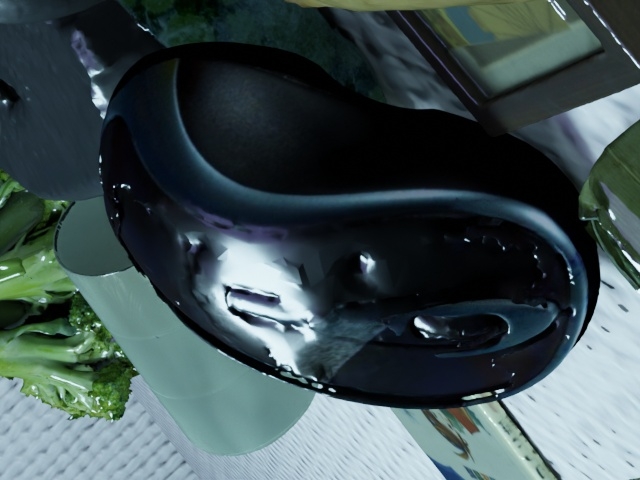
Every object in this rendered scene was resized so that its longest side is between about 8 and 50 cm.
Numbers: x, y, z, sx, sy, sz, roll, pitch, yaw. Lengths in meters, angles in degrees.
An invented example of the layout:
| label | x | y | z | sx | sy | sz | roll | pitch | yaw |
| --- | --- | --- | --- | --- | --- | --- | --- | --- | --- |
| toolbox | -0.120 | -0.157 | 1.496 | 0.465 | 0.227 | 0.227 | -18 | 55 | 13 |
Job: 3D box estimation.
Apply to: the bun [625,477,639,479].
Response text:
| label | x | y | z | sx | sy | sz | roll | pitch | yaw |
| --- | --- | --- | --- | --- | --- | --- | --- | --- | --- |
| bun | 0.181 | 0.195 | 0.904 | 0.164 | 0.111 | 0.188 | 44 | 171 | 36 |

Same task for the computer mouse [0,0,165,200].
| label | x | y | z | sx | sy | sz | roll | pitch | yaw |
| --- | --- | --- | --- | --- | --- | --- | --- | --- | --- |
| computer mouse | -0.139 | -0.113 | 1.090 | 0.183 | 0.116 | 0.323 | 53 | 161 | -13 |

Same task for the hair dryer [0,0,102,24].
| label | x | y | z | sx | sy | sz | roll | pitch | yaw |
| --- | --- | --- | --- | --- | --- | --- | --- | --- | --- |
| hair dryer | -0.143 | -0.285 | 0.700 | 0.320 | 0.155 | 0.284 | 102 | 148 | -60 |

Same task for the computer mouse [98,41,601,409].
| label | x | y | z | sx | sy | sz | roll | pitch | yaw |
| --- | --- | --- | --- | --- | --- | --- | --- | --- | --- |
| computer mouse | 0.000 | 0.000 | 0.794 | 0.233 | 0.096 | 0.137 | 15 | 142 | 22 |

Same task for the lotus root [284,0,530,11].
| label | x | y | z | sx | sy | sz | roll | pitch | yaw |
| --- | --- | --- | --- | --- | --- | --- | --- | --- | --- |
| lotus root | 0.020 | -0.117 | 0.372 | 0.160 | 0.146 | 0.284 | 8 | -170 | -29 |

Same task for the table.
| label | x | y | z | sx | sy | sz | roll | pitch | yaw |
| --- | --- | --- | --- | --- | --- | --- | --- | --- | --- |
| table | -0.101 | 0.053 | 1.459 | 0.126 | 0.126 | 0.220 | 35 | 163 | 49 |

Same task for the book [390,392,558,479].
| label | x | y | z | sx | sy | sz | roll | pitch | yaw |
| --- | --- | --- | --- | --- | --- | --- | --- | --- | --- |
| book | 0.099 | 0.135 | 1.250 | 0.322 | 0.018 | 0.228 | 52 | 168 | -15 |

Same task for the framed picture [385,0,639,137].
| label | x | y | z | sx | sy | sz | roll | pitch | yaw |
| --- | --- | --- | --- | --- | --- | --- | --- | --- | --- |
| framed picture | 0.052 | -0.099 | 0.653 | 0.128 | 0.023 | 0.168 | 50 | 169 | -5 |

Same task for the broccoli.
| label | x | y | z | sx | sy | sz | roll | pitch | yaw |
| --- | --- | --- | --- | --- | --- | --- | --- | --- | --- |
| broccoli | -0.279 | 0.017 | 1.668 | 0.321 | 0.283 | 0.304 | 31 | 129 | 33 |

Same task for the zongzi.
| label | x | y | z | sx | sy | sz | roll | pitch | yaw |
| --- | --- | --- | --- | --- | --- | --- | --- | --- | --- |
| zongzi | 0.135 | 0.009 | 0.638 | 0.109 | 0.055 | 0.119 | 46 | 180 | 6 |

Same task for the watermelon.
| label | x | y | z | sx | sy | sz | roll | pitch | yaw |
| --- | --- | --- | --- | --- | --- | --- | --- | --- | --- |
| watermelon | -0.031 | -0.090 | 0.902 | 0.187 | 0.071 | 0.139 | 42 | 176 | -7 |
